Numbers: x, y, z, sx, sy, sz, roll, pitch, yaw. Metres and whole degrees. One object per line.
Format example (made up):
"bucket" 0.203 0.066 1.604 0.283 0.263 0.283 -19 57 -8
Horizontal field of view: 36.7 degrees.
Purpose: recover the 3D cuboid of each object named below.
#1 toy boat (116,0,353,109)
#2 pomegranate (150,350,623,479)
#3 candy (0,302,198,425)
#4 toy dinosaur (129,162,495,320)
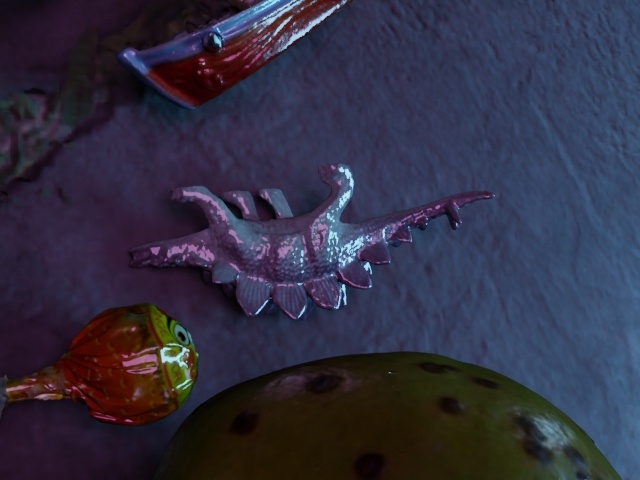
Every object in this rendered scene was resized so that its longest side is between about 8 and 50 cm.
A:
"toy boat" -0.038 -0.132 0.536 0.173 0.069 0.059 -41 109 -27
"pomegranate" 0.034 0.190 0.411 0.230 0.231 0.286 -2 88 -24
"candy" -0.156 0.070 0.452 0.201 0.060 0.061 -9 81 -17
"toy dinosaur" 0.000 0.000 0.535 0.208 0.039 0.082 -12 85 -15
